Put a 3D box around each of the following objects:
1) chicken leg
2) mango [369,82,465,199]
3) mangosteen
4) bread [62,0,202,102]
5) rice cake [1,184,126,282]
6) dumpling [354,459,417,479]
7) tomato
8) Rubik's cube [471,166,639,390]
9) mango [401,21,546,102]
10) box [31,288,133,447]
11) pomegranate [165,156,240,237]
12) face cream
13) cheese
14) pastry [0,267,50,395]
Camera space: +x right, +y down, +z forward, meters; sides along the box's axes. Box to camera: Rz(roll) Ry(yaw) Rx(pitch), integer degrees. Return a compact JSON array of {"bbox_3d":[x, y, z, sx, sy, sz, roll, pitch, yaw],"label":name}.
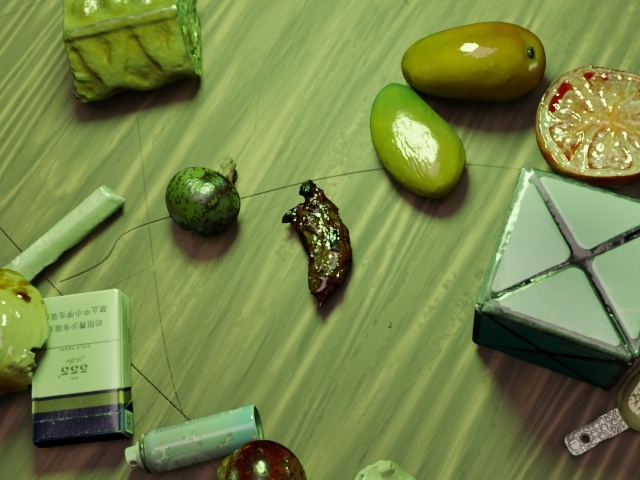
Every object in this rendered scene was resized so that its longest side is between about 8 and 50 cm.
[{"bbox_3d":[0.000,0.000,1.812,0.105,0.063,0.234,-23,71,6],"label":"chicken leg"},{"bbox_3d":[0.161,-0.175,1.834,0.137,0.091,0.237,-36,64,-10],"label":"mango"},{"bbox_3d":[-0.110,0.405,1.651,0.181,0.146,0.156,-21,73,2],"label":"mangosteen"},{"bbox_3d":[-0.354,-0.392,1.932,0.252,0.239,0.196,-3,31,4],"label":"bread"},{"bbox_3d":[-0.468,-0.008,1.891,0.256,0.052,0.057,-41,75,-5],"label":"rice cake"},{"bbox_3d":[0.110,0.474,1.609,0.193,0.147,0.258,14,66,-19],"label":"dumpling"},{"bbox_3d":[0.491,-0.190,1.785,0.236,0.095,0.237,-4,69,11],"label":"tomato"},{"bbox_3d":[0.395,0.066,1.630,0.260,0.259,0.255,17,76,15],"label":"Rubik's cube"},{"bbox_3d":[0.267,-0.311,1.815,0.254,0.175,0.139,-2,81,9],"label":"mango"},{"bbox_3d":[-0.414,0.223,1.797,0.168,0.071,0.259,-7,72,7],"label":"box"},{"bbox_3d":[-0.200,-0.075,1.852,0.138,0.163,0.126,13,113,27],"label":"pomegranate"},{"bbox_3d":[-0.212,0.336,1.728,0.229,0.075,0.075,-15,70,4],"label":"face cream"},{"bbox_3d":[0.504,0.270,1.653,0.251,0.054,0.127,-28,71,0],"label":"cheese"},{"bbox_3d":[-0.605,0.155,1.769,0.255,0.170,0.237,-23,68,23],"label":"pastry"}]
